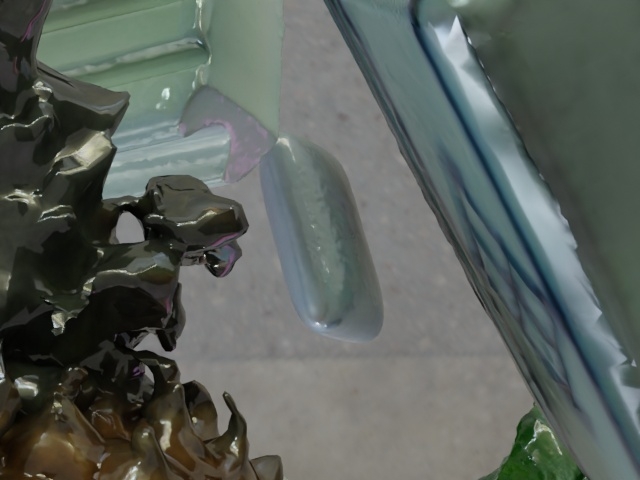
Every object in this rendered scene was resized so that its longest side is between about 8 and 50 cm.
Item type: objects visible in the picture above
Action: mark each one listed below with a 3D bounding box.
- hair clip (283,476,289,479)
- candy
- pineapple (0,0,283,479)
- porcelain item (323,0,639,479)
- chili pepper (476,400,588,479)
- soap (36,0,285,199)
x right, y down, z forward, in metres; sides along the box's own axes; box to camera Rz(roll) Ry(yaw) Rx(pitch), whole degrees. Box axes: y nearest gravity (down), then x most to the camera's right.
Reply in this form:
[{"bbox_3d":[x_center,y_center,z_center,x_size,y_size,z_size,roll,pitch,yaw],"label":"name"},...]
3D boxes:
[{"bbox_3d":[-0.092,0.227,1.232,0.220,0.054,0.140,24,78,-17],"label":"hair clip"},{"bbox_3d":[0.000,0.000,1.371,0.071,0.138,0.174,-19,76,16],"label":"candy"},{"bbox_3d":[-0.105,0.083,0.531,0.223,0.223,0.357,-9,90,-7],"label":"pineapple"},{"bbox_3d":[0.161,-0.069,0.469,0.286,0.157,0.281,-33,111,-4],"label":"porcelain item"},{"bbox_3d":[0.159,0.300,1.387,0.167,0.213,0.385,38,119,7],"label":"chili pepper"},{"bbox_3d":[-0.206,-0.123,1.160,0.347,0.115,0.208,-10,62,22],"label":"soap"}]
